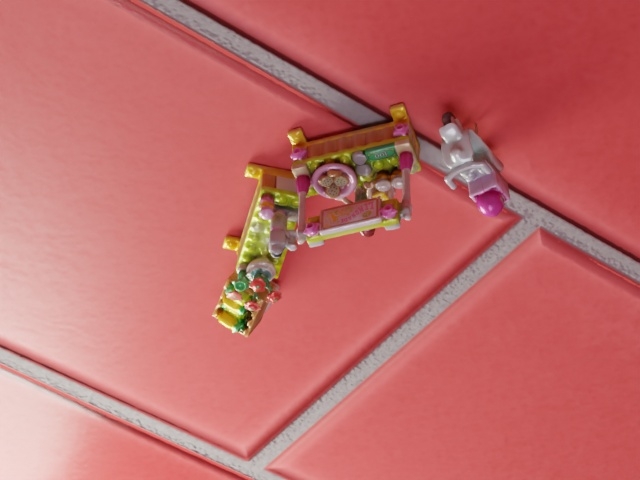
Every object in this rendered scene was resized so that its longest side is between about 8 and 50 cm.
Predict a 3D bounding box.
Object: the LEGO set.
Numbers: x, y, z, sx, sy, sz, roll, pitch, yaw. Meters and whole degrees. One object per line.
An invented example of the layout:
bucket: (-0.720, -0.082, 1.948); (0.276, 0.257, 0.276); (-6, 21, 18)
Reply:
LEGO set: (0.000, 0.000, 1.448); (0.287, 0.107, 0.132); (-31, 127, 27)
